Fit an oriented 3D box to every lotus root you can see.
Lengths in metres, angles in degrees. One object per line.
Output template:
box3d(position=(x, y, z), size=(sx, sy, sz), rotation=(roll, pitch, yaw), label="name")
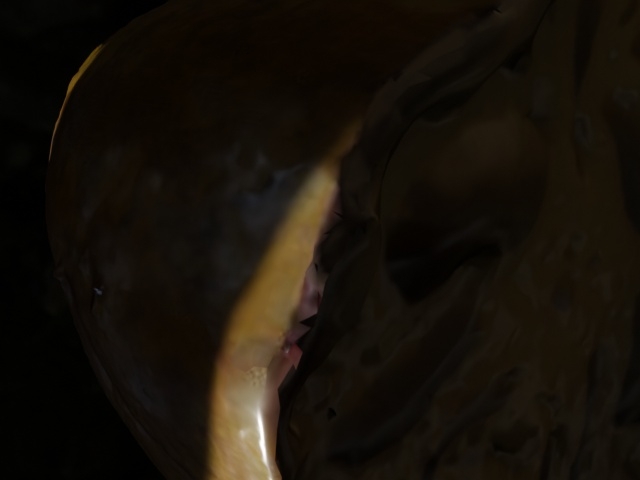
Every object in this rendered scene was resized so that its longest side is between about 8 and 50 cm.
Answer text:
box3d(position=(0.000, 0.001, 0.532), size=(0.180, 0.199, 0.188), rotation=(16, 139, 36), label="lotus root")
